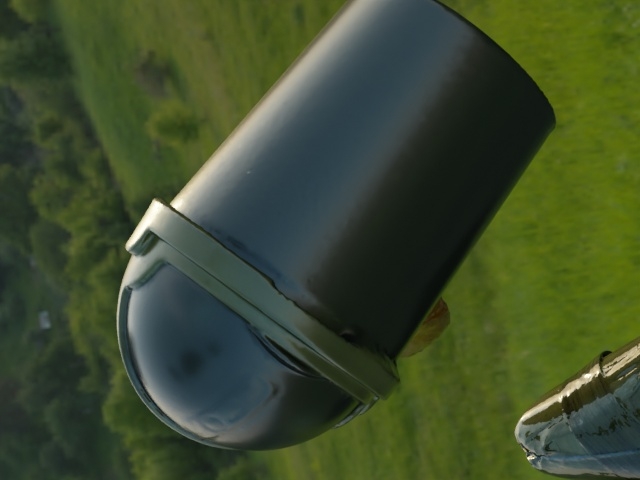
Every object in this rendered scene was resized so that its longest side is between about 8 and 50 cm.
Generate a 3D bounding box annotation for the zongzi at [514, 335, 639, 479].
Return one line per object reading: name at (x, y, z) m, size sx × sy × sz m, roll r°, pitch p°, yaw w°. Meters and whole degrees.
zongzi at (0.310, 0.199, 1.107) m, size 0.242 × 0.112 × 0.221 m, roll 55°, pitch 132°, yaw 5°

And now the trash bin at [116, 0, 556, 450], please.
trash bin at (0.000, 0.000, 0.897) m, size 0.214 × 0.334 × 0.214 m, roll 40°, pitch 176°, yaw 4°

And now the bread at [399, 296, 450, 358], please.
bread at (0.017, 0.013, 1.200) m, size 0.340 × 0.179 × 0.194 m, roll -8°, pitch 61°, yaw 51°
